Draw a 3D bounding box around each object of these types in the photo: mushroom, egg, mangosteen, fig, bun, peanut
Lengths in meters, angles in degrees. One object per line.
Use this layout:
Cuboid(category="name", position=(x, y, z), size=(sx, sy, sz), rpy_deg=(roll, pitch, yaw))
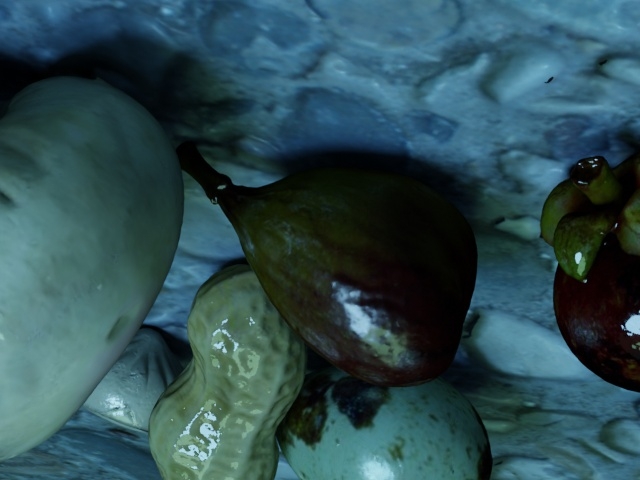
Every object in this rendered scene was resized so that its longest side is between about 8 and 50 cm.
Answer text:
Cuboid(category="mushroom", position=(-0.228, -0.012, 1.102), size=(0.315, 0.356, 0.315), rpy_deg=(1, -173, 0))
Cuboid(category="egg", position=(0.059, 0.201, 1.484), size=(0.231, 0.169, 0.169), rpy_deg=(17, 156, 25))
Cuboid(category="mangosteen", position=(0.244, 0.017, 1.101), size=(0.199, 0.200, 0.200), rpy_deg=(9, 152, 5))
Cuboid(category="fig", position=(0.001, -0.002, 1.178), size=(0.274, 0.170, 0.146), rpy_deg=(31, 132, 4))
Cuboid(category="bun", position=(-0.188, 0.135, 1.536), size=(0.138, 0.094, 0.138), rpy_deg=(22, -177, -1))
Cuboid(category="peanut", position=(-0.089, 0.145, 1.420), size=(0.136, 0.120, 0.298), rpy_deg=(-5, 129, -30))
